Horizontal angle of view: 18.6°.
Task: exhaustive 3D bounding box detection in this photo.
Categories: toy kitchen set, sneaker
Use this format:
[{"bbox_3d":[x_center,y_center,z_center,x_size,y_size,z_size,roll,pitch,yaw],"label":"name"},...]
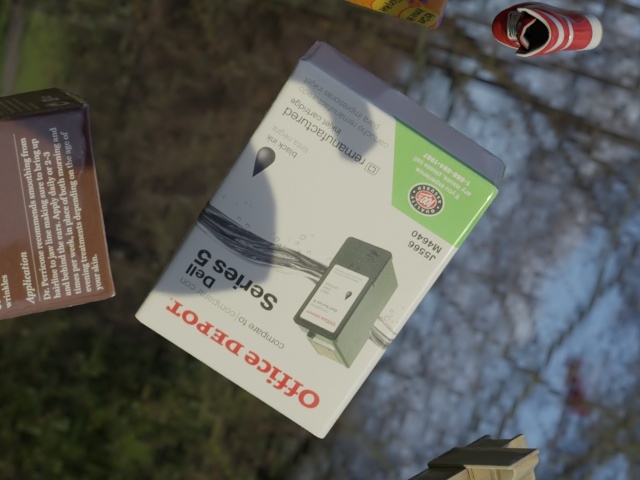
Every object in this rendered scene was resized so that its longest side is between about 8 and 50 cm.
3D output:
[{"bbox_3d":[0.112,0.168,1.218,0.083,0.068,0.075,-22,101,-44],"label":"toy kitchen set"},{"bbox_3d":[0.167,-0.174,1.601,0.118,0.067,0.042,10,-76,51],"label":"sneaker"}]

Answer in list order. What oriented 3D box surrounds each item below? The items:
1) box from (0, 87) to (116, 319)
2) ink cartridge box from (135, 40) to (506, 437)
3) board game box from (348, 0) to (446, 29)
[{"bbox_3d":[-0.395,-0.012,1.780,0.143,0.381,0.191,-152,-126,-67],"label":"box"},{"bbox_3d":[0.000,0.000,1.664,0.273,0.198,0.115,-56,-179,16],"label":"ink cartridge box"},{"bbox_3d":[0.010,-0.457,1.859,0.356,0.356,0.356,94,14,-83],"label":"board game box"}]
